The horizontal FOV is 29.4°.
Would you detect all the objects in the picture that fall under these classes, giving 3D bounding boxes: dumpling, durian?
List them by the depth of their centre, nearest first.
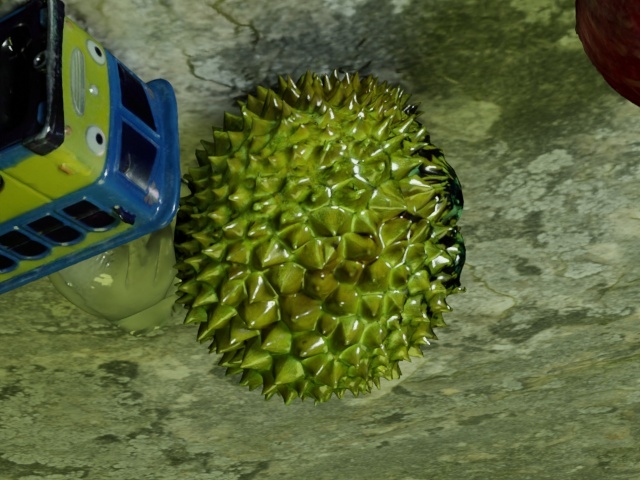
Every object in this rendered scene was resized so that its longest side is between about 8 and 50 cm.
[{"bbox_3d":[-0.003,0.001,0.964,0.225,0.291,0.291,-2,152,-2],"label":"durian"},{"bbox_3d":[-0.175,0.001,1.111,0.155,0.111,0.181,-36,161,-11],"label":"dumpling"}]

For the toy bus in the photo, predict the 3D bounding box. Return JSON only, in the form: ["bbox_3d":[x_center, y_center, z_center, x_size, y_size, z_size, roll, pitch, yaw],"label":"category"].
[{"bbox_3d":[-0.267,-0.054,0.940,0.288,0.138,0.175,-20,148,25],"label":"toy bus"}]

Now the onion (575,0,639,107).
[{"bbox_3d":[0.290,-0.172,0.786,0.246,0.190,0.246,-21,159,-9],"label":"onion"}]
